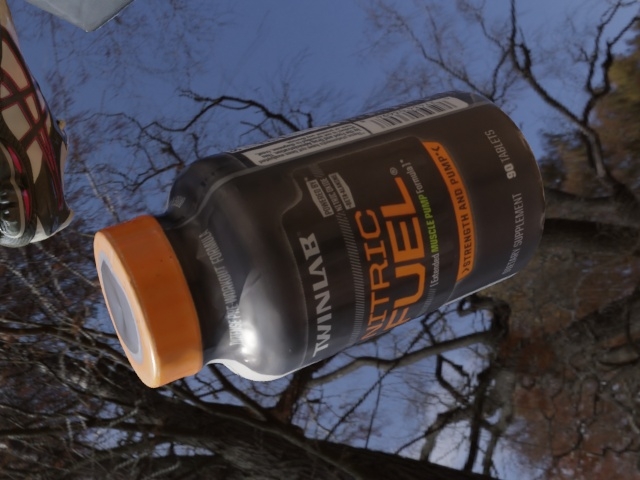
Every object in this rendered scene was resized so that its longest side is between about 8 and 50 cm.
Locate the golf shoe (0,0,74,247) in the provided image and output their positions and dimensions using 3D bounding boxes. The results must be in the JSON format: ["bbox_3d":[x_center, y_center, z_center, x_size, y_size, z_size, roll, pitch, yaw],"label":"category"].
[{"bbox_3d":[-0.314,-0.128,0.688,0.120,0.105,0.273,-11,-86,-70],"label":"golf shoe"}]

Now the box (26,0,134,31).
[{"bbox_3d":[-0.381,-0.594,0.822,0.480,0.297,0.472,20,-123,-46],"label":"box"}]

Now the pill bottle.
[{"bbox_3d":[0.000,0.000,0.416,0.245,0.130,0.130,-20,-82,-26],"label":"pill bottle"}]
